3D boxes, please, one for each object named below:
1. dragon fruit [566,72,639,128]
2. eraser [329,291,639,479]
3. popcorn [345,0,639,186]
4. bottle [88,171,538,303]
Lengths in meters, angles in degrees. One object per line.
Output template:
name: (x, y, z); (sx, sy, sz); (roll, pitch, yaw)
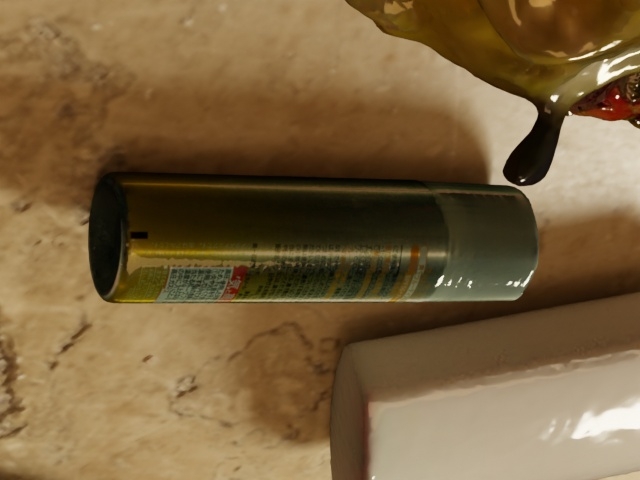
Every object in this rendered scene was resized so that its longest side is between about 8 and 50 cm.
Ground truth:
dragon fruit: (0.214, -0.109, 1.058); (0.102, 0.096, 0.147); (-8, 139, -20)
eraser: (0.147, 0.126, 1.282); (0.270, 0.095, 0.174); (-10, 138, -14)
popcorn: (0.161, -0.190, 0.857); (0.316, 0.281, 0.297); (-28, -173, -35)
bottle: (0.000, 0.000, 1.093); (0.286, 0.082, 0.082); (1, 134, -23)
